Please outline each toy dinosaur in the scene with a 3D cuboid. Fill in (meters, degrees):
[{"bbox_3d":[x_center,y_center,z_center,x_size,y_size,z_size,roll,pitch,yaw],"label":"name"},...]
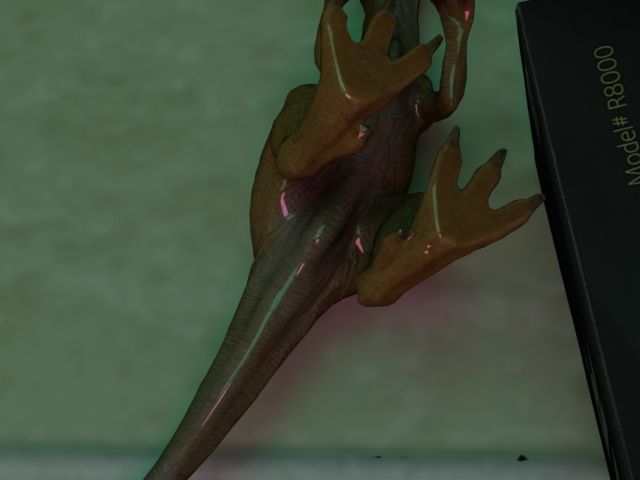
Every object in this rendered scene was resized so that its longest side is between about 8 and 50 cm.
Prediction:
[{"bbox_3d":[0.000,0.000,0.460,0.064,0.112,0.211,31,67,-8],"label":"toy dinosaur"}]

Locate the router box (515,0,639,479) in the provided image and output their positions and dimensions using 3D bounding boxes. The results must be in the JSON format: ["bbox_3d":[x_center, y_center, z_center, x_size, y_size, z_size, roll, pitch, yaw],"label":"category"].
[{"bbox_3d":[0.189,0.069,0.381,0.243,0.081,0.309,-13,63,4],"label":"router box"}]
